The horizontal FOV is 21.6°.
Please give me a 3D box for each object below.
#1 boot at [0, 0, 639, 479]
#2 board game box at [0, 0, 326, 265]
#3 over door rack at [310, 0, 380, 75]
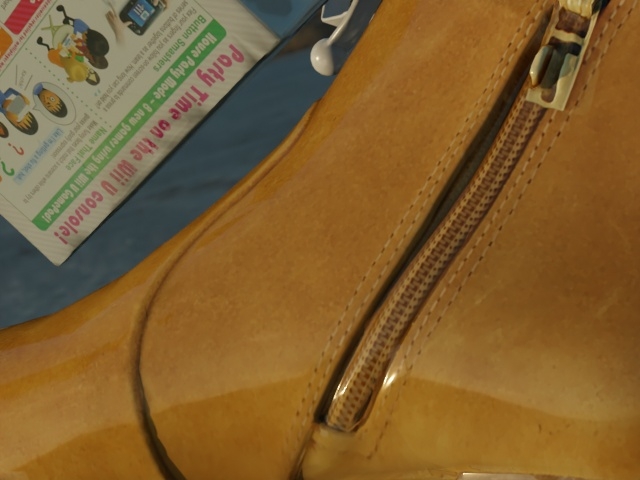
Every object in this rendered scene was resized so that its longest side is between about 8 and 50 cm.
[{"bbox_3d":[0.000,0.000,0.474,0.295,0.211,0.104,16,-5,34],"label":"boot"},{"bbox_3d":[-0.155,-0.160,0.733,0.224,0.303,0.097,-38,9,49],"label":"board game box"},{"bbox_3d":[-0.003,-0.152,0.978,0.239,0.108,0.324,16,2,-32],"label":"over door rack"}]
